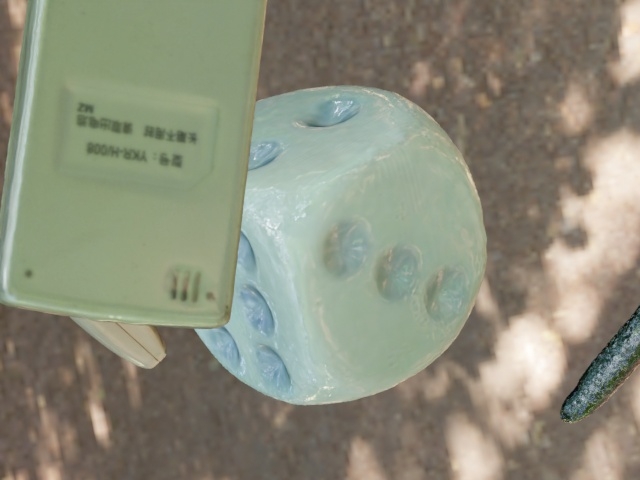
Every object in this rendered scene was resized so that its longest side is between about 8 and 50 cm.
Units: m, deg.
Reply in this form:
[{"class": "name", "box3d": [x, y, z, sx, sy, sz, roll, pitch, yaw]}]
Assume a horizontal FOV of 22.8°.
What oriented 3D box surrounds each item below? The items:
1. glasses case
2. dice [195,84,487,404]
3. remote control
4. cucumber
[{"class": "glasses case", "box3d": [-0.206, 0.048, 1.412, 0.081, 0.051, 0.204, 38, 172, 43]}, {"class": "dice", "box3d": [0.000, 0.000, 1.714, 0.265, 0.263, 0.268, 21, 132, 48]}, {"class": "remote control", "box3d": [-0.089, -0.100, 0.792, 0.038, 0.123, 0.285, 170, 106, -72]}, {"class": "cucumber", "box3d": [0.236, 0.100, 1.274, 0.133, 0.032, 0.032, -55, 43, 22]}]
